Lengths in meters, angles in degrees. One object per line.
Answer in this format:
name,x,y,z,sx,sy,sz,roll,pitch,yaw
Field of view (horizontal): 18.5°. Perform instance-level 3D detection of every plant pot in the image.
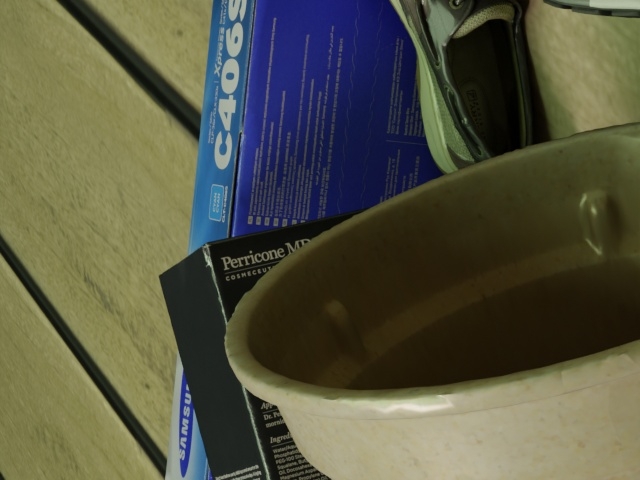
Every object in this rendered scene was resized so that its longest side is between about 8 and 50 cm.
plant pot,0.157,0.135,0.990,0.334,0.334,0.305,18,130,63

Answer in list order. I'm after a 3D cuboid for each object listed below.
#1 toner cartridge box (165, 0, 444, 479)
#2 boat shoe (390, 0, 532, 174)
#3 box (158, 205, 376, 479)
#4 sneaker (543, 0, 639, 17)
toner cartridge box,0.000,0.000,1.298,0.075,0.165,0.348,-168,83,-65
boat shoe,0.093,-0.143,1.240,0.073,0.080,0.223,8,115,59
box,0.057,0.070,1.191,0.103,0.261,0.184,-24,79,66
sneaker,0.141,-0.206,1.065,0.283,0.107,0.124,41,132,54
